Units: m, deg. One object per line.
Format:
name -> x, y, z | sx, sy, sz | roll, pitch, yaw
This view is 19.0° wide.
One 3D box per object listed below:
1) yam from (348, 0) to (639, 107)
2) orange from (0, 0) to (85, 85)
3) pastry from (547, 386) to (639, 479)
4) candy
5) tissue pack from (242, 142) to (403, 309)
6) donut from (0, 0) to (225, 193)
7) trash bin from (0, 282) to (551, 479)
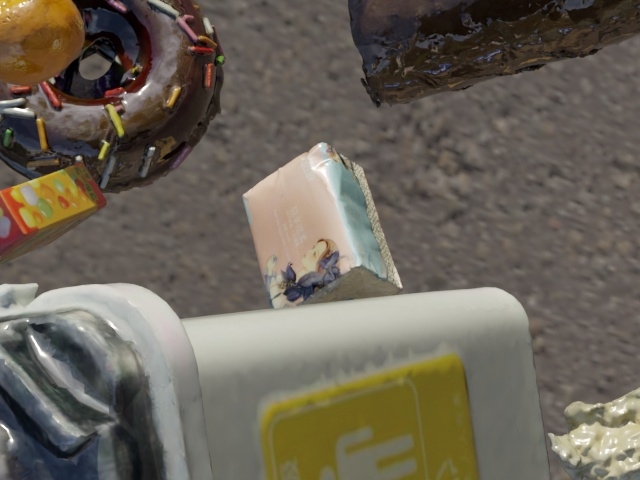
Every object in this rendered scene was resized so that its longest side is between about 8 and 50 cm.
yam -> 0.157, -0.187, 1.338 | 0.279, 0.131, 0.131 | -15, 67, 21
orange -> -0.206, -0.145, 1.333 | 0.083, 0.070, 0.083 | -14, 35, 10
pastry -> 0.270, 0.091, 1.176 | 0.258, 0.121, 0.089 | -29, 70, 5
candy -> -0.201, -0.015, 1.302 | 0.062, 0.122, 0.038 | -31, 89, 24
tissue pack -> 0.000, 0.000, 1.142 | 0.074, 0.059, 0.094 | -33, 56, 25
donut -> -0.222, -0.170, 1.841 | 0.103, 0.269, 0.270 | 101, 164, -68
trash bin -> -0.076, 0.135, 0.883 | 0.296, 0.367, 0.256 | -10, 91, 37
